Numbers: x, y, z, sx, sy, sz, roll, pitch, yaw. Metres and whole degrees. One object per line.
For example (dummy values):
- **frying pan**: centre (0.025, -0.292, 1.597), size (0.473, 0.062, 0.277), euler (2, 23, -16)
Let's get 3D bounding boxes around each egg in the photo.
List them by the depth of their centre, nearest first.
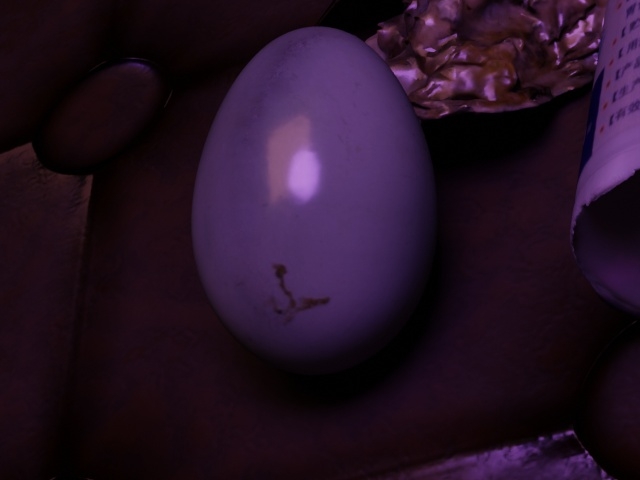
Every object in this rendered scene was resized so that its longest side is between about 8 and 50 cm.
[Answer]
- **egg**: centre (-0.004, -0.032, 1.103), size (0.183, 0.183, 0.264), euler (-6, 75, 28)

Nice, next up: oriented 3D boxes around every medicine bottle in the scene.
- **medicine bottle**: centre (0.285, -0.119, 1.012), size (0.190, 0.190, 0.332), euler (-5, 51, 29)

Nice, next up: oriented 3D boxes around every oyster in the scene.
- **oyster**: centre (0.170, -0.222, 1.226), size (0.351, 0.115, 0.238), euler (-45, 43, -1)

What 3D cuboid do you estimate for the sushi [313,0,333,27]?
- **sushi**: centre (0.114, -0.304, 1.307), size (0.264, 0.050, 0.290), euler (-53, 5, -20)
